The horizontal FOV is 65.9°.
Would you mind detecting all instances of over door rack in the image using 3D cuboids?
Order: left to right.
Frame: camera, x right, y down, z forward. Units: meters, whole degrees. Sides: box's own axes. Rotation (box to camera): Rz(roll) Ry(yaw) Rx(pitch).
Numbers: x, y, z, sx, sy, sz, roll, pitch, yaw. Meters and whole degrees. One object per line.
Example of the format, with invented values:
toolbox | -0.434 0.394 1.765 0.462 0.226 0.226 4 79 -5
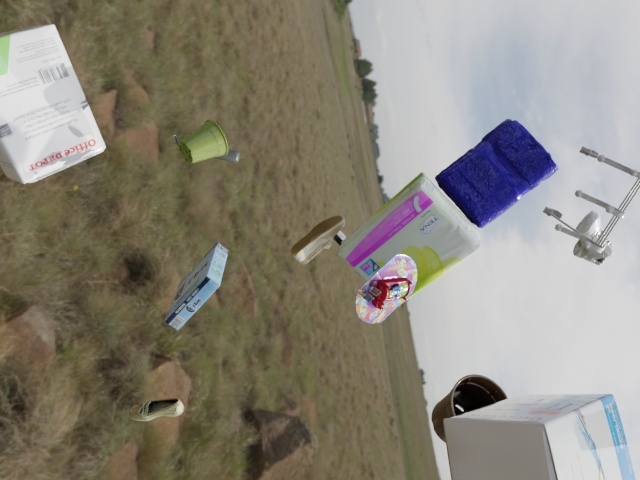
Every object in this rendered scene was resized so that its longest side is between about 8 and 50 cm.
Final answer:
over door rack | 0.769 -0.134 1.435 0.324 0.108 0.240 -87 -161 -67

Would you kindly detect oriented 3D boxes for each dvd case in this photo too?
dvd case | 0.111 0.039 1.677 0.253 0.022 0.180 48 8 12

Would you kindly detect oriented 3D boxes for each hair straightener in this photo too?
hair straightener | -0.379 -0.309 1.649 0.089 0.230 0.047 29 -79 64

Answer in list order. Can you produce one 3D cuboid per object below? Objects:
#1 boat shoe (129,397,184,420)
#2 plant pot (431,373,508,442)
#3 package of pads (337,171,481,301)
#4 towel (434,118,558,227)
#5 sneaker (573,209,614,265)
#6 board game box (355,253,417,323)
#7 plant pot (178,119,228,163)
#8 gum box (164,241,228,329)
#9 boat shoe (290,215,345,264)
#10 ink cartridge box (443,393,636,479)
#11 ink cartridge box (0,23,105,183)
boat shoe | -0.455 0.460 1.359 0.056 0.152 0.048 -86 170 -54
plant pot | 0.378 0.452 1.279 0.165 0.166 0.167 115 -26 -56
package of pads | 0.226 0.010 1.251 0.229 0.296 0.101 42 28 -10
towel | 0.534 -0.210 1.506 0.228 0.308 0.076 52 3 19
sneaker | 0.872 -0.004 1.551 0.115 0.090 0.232 42 -8 40
board game box | 0.152 0.113 1.042 0.033 0.168 0.133 39 -13 47
plant pot | -0.250 -0.199 1.031 0.079 0.083 0.084 -35 126 -31
gum box | -0.291 0.104 1.179 0.041 0.157 0.184 39 16 -19
boat shoe | 0.000 0.000 1.306 0.059 0.170 0.063 58 -10 -30
ink cartridge box | 0.332 0.336 0.747 0.232 0.171 0.169 2 75 -39
ink cartridge box | -0.610 -0.286 1.034 0.198 0.114 0.273 -38 131 -37
